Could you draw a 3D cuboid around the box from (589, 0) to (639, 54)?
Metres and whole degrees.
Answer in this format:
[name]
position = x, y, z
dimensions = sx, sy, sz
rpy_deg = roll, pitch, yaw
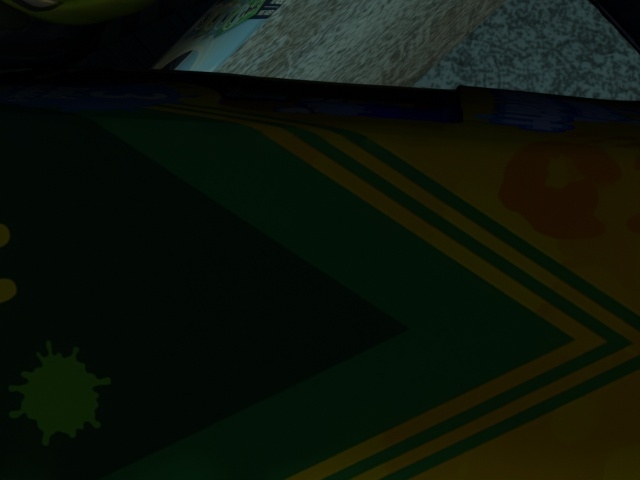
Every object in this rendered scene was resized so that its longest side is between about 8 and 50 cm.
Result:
[box]
position = 0.174, -0.232, 1.016
dimensions = 0.183, 0.294, 0.296
rpy_deg = -43, 176, 13

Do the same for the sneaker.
[sneaker]
position = -0.098, -0.144, 0.869
dimensions = 0.121, 0.111, 0.300
rpy_deg = -29, 180, 28

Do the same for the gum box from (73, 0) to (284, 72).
[gum box]
position = -0.113, -0.116, 1.239
dimensions = 0.184, 0.041, 0.157
rpy_deg = -43, 175, 15

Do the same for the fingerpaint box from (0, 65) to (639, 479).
[fingerpaint box]
position = 0.000, 0.000, 0.939
dimensions = 0.445, 0.371, 0.163
rpy_deg = -58, 152, -82
